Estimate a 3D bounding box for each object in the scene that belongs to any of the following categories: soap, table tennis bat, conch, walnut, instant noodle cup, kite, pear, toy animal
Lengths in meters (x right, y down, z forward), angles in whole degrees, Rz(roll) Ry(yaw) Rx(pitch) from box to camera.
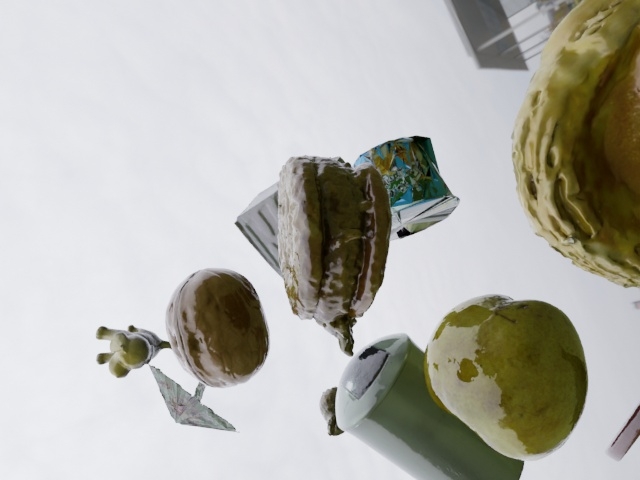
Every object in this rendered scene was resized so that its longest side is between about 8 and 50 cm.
[{"bbox_3d":[-0.042,-0.084,1.573,0.350,0.435,0.213,55,-147,-8],"label":"soap"},{"bbox_3d":[0.636,0.249,0.806,0.268,0.051,0.414,-20,-50,-36],"label":"table tennis bat"},{"bbox_3d":[0.069,0.695,1.790,0.155,0.130,0.207,15,-139,-13],"label":"conch"},{"bbox_3d":[-0.172,0.148,0.742,0.167,0.167,0.207,-17,-88,-54],"label":"walnut"},{"bbox_3d":[0.183,-0.120,1.025,0.240,0.240,0.178,2,-117,-51],"label":"instant noodle cup"},{"bbox_3d":[-0.376,0.466,1.247,0.323,0.267,0.013,38,-144,-1],"label":"kite"},{"bbox_3d":[0.368,0.248,0.863,0.304,0.304,0.303,28,-128,-41],"label":"pear"},{"bbox_3d":[-0.512,0.296,1.190,0.233,0.169,0.121,51,-138,-80],"label":"toy animal"}]

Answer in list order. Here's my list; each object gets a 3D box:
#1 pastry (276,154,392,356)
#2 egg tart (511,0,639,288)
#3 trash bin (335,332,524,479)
[{"bbox_3d":[0.000,0.000,0.613,0.132,0.235,0.240,7,-149,-11],"label":"pastry"},{"bbox_3d":[0.406,-0.127,0.506,0.388,0.388,0.169,55,-163,-16],"label":"egg tart"},{"bbox_3d":[0.246,0.434,1.084,0.432,0.280,0.280,38,-140,0],"label":"trash bin"}]
